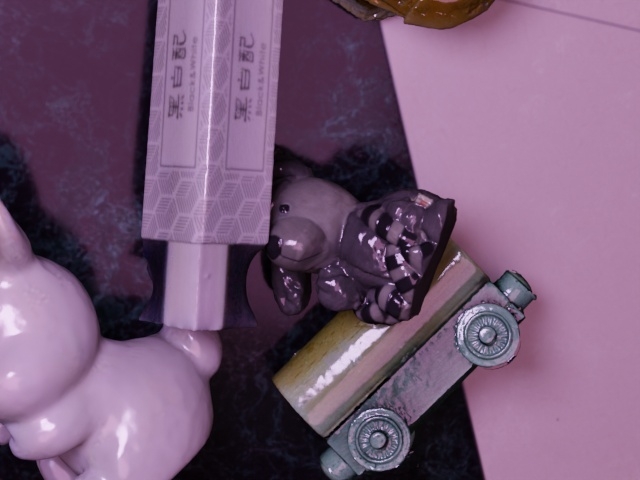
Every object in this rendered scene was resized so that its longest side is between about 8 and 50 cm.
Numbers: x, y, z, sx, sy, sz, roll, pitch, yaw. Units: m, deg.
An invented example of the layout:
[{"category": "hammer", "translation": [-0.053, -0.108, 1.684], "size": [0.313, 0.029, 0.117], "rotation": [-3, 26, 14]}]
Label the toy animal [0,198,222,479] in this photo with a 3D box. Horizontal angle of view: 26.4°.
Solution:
[{"category": "toy animal", "translation": [-0.268, 0.094, 1.385], "size": [0.367, 0.196, 0.241], "rotation": [48, 70, -20]}]

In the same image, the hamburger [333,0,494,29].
[{"category": "hamburger", "translation": [0.103, -0.355, 1.369], "size": [0.265, 0.134, 0.285], "rotation": [34, 93, -18]}]

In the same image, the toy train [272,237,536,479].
[{"category": "toy train", "translation": [0.090, 0.125, 1.505], "size": [0.307, 0.126, 0.189], "rotation": [-45, 74, 3]}]

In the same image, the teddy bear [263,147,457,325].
[{"category": "teddy bear", "translation": [0.012, 0.014, 1.410], "size": [0.251, 0.144, 0.171], "rotation": [9, 114, 18]}]

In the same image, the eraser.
[{"category": "eraser", "translation": [-0.108, -0.117, 1.343], "size": [0.096, 0.098, 0.404], "rotation": [3, 92, -46]}]
